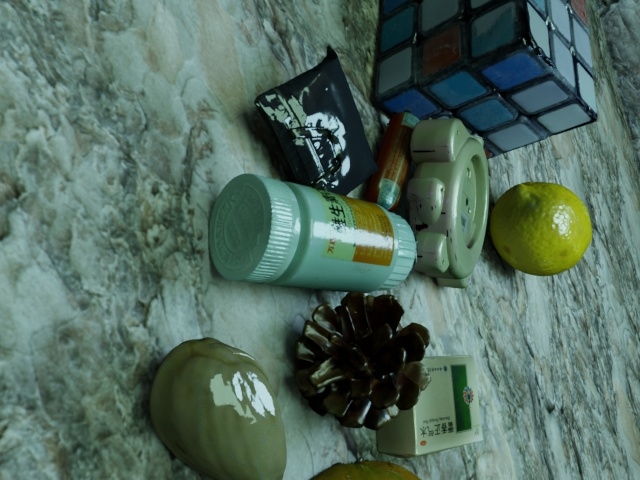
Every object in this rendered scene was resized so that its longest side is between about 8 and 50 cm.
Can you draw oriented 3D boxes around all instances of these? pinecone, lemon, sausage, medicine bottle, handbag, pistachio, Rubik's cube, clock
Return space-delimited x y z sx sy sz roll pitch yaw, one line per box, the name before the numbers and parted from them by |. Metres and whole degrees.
pinecone | 0.070 0.185 0.912 0.229 0.201 0.202 -29 56 -22
lemon | 0.530 -0.033 1.421 0.253 0.228 0.228 30 58 -30
sausage | 0.141 -0.145 1.169 0.083 0.083 0.264 41 54 -30
medicine bottle | 0.000 0.000 0.919 0.318 0.158 0.158 11 71 -42
handbag | 0.002 -0.176 1.014 0.211 0.088 0.254 -46 124 -33
pistachio | -0.121 0.230 0.755 0.238 0.153 0.138 54 7 -23
Rubik's cube | 0.353 -0.416 1.270 0.362 0.358 0.363 20 62 -39
clock | 0.265 -0.069 1.205 0.284 0.114 0.309 29 69 -59

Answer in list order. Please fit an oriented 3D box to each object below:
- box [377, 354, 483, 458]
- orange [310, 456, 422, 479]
box | 0.201 0.302 1.084 0.212 0.095 0.168 9 75 -43
orange | 0.075 0.484 0.908 0.310 0.274 0.274 6 72 -12
